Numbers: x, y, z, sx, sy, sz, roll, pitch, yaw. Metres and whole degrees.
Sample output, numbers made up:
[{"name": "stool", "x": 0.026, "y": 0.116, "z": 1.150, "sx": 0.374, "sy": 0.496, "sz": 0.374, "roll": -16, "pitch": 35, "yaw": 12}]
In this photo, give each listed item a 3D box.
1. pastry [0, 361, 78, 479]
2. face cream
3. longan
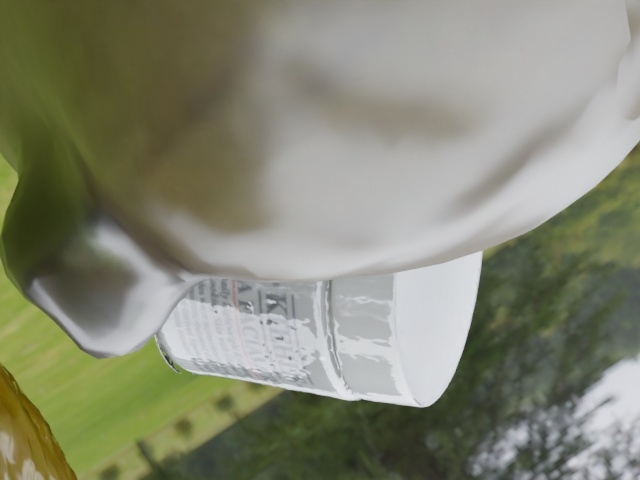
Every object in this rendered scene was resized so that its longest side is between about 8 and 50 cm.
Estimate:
[{"name": "pastry", "x": -0.171, "y": 0.159, "z": 0.299, "sx": 0.356, "sy": 0.164, "sz": 0.356, "roll": -22, "pitch": 122, "yaw": -41}, {"name": "face cream", "x": 0.000, "y": 0.000, "z": 0.815, "sx": 0.153, "sy": 0.177, "sz": 0.177, "roll": 5, "pitch": -175, "yaw": 20}, {"name": "longan", "x": -0.008, "y": -0.100, "z": 0.465, "sx": 0.300, "sy": 0.243, "sz": 0.300, "roll": -45, "pitch": -160, "yaw": 21}]
